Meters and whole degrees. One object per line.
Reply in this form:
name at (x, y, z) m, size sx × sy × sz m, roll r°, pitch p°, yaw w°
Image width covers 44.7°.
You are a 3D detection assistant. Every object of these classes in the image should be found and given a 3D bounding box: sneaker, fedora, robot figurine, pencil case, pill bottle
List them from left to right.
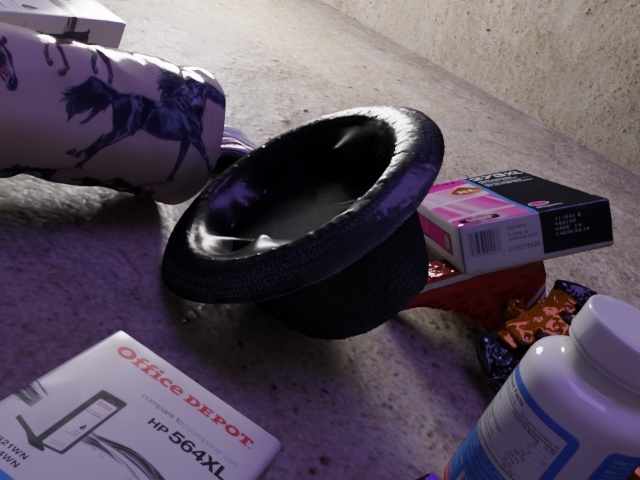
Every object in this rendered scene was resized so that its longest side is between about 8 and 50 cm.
pencil case at (-0.279, -0.123, 0.762) m, size 0.183 × 0.160 × 0.410 m, roll -7°, pitch -6°, yaw 41°
sneaker at (-0.082, -0.090, 1.048) m, size 0.178 × 0.072 × 0.077 m, roll 14°, pitch 39°, yaw -11°
fedora at (0.000, 0.000, 0.792) m, size 0.152 × 0.334 × 0.334 m, roll 58°, pitch 13°, yaw -25°
sneaker at (0.187, 0.084, 0.955) m, size 0.221 × 0.128 × 0.087 m, roll -15°, pitch 9°, yaw -10°
pill bottle at (0.206, 0.160, 0.657) m, size 0.124 × 0.221 × 0.124 m, roll 23°, pitch 25°, yaw -12°
robot figurine at (0.310, 0.171, 0.864) m, size 0.211 × 0.085 × 0.291 m, roll -28°, pitch 54°, yaw -26°

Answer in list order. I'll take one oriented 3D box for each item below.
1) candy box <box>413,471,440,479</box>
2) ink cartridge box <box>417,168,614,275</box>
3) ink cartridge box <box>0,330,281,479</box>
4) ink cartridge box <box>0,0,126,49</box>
candy box at (0.059, 0.256, 0.499) m, size 0.196 × 0.070 × 0.165 m, roll -3°, pitch 39°, yaw -49°
ink cartridge box at (0.217, -0.039, 1.030) m, size 0.175 × 0.069 × 0.371 m, roll -11°, pitch 11°, yaw -5°
ink cartridge box at (-0.138, 0.157, 0.469) m, size 0.148 × 0.086 × 0.203 m, roll 33°, pitch 26°, yaw 10°
ink cartridge box at (-0.411, -0.297, 1.043) m, size 0.172 × 0.100 × 0.237 m, roll 38°, pitch 26°, yaw 20°
